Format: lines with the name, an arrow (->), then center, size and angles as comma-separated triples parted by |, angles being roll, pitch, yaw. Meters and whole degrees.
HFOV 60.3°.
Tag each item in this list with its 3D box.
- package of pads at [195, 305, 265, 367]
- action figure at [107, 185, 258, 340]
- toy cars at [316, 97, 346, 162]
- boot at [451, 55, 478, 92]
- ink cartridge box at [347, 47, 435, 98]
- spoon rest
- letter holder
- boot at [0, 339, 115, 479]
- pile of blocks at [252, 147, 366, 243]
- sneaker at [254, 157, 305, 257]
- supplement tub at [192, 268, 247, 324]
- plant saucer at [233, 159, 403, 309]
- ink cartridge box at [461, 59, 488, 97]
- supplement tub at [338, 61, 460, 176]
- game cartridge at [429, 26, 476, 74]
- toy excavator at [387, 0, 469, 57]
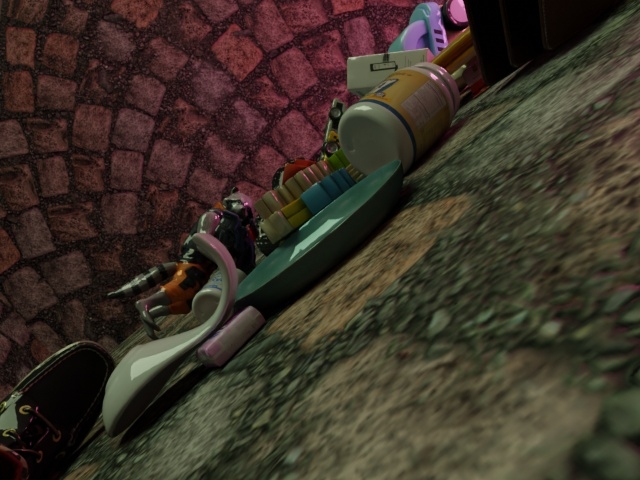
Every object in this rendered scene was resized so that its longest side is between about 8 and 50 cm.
package of pads -> -0.109, 0.117, 0.666 | 0.083, 0.032, 0.050 | -44, 11, -30
action figure -> -0.236, 0.022, 1.055 | 0.330, 0.178, 0.341 | -52, -10, -23
toy cars -> 0.041, -0.191, 1.287 | 0.394, 0.087, 0.177 | -84, 8, -56
boot -> 0.427, -0.494, 1.467 | 0.203, 0.095, 0.262 | -32, 17, 49
ink cartridge box -> 0.184, -0.405, 1.364 | 0.202, 0.086, 0.148 | 2, 2, 26
spoon rest -> -0.184, 0.128, 0.692 | 0.277, 0.084, 0.137 | -61, -6, 4
letter holder -> 0.407, -0.408, 0.926 | 0.301, 0.215, 0.152 | -40, 39, -17
boot -> -0.407, 0.284, 0.721 | 0.377, 0.138, 0.284 | -48, 9, -29
pile of blocks -> 0.013, -0.127, 1.027 | 0.362, 0.113, 0.149 | -36, -2, -39
sneaker -> -0.062, -0.065, 1.290 | 0.111, 0.121, 0.300 | -17, 38, 34
supplement tub -> -0.165, 0.095, 0.928 | 0.071, 0.071, 0.107 | -37, 9, 20
plant saucer -> 0.000, 0.000, 0.792 | 0.317, 0.044, 0.317 | -38, 7, 5
ink cartridge box -> 0.398, -0.402, 1.201 | 0.189, 0.066, 0.232 | -36, 4, 25
supplement tub -> 0.140, -0.210, 0.956 | 0.199, 0.144, 0.144 | -44, 8, -32
game cartridge -> 0.367, -0.476, 1.215 | 0.285, 0.053, 0.324 | -35, 12, 38
toy excavator -> 0.289, -0.543, 1.808 | 0.444, 0.434, 0.222 | -12, 3, -9
